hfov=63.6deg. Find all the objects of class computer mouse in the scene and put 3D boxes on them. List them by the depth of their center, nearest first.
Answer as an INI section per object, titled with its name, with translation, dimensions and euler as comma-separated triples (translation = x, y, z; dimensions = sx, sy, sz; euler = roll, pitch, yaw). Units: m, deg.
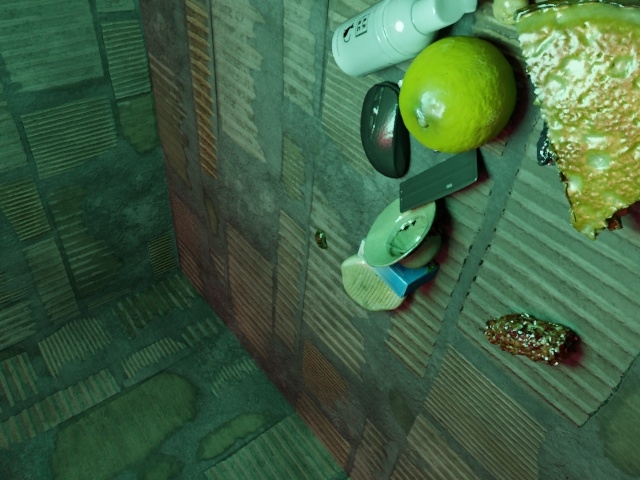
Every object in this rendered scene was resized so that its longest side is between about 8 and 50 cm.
[computer mouse]
translation = 0.167, -0.287, 1.392
dimensions = 0.137, 0.086, 0.270
euler = 23, 130, 47

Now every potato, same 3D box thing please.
[potato]
translation = 0.364, -0.460, 0.991
dimensions = 0.068, 0.062, 0.084
euler = -7, 85, 43

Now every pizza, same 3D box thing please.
[pizza]
translation = 0.505, -0.197, 0.880
dimensions = 0.439, 0.130, 0.407
euler = 29, 131, 30

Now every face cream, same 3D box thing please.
[face cream]
translation = 0.175, -0.473, 1.144
dimensions = 0.369, 0.145, 0.146
euler = 7, 118, 62

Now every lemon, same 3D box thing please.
[lemon]
translation = 0.274, -0.297, 1.088
dimensions = 0.240, 0.219, 0.241
euler = 34, 141, 34

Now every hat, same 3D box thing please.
[hat]
translation = 0.250, -0.001, 1.408
dimensions = 0.130, 0.257, 0.257
euler = 38, 159, -24

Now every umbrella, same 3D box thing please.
[umbrella]
translation = 0.458, -0.251, 0.992
dimensions = 0.080, 0.071, 0.224
euler = 1, 111, 26

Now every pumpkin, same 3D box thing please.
[pumpkin]
translation = -0.001, 0.000, 1.923
dimensions = 0.050, 0.028, 0.083
euler = 7, 123, 53

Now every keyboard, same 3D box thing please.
[keyboard]
translation = 0.315, -0.163, 1.259
dimensions = 0.381, 0.041, 0.104
euler = 150, 127, -60

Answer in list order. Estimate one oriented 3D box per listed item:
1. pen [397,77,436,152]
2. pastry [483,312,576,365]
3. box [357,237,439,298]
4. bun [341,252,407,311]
[pen]
translation = 0.249, -0.315, 1.301
dimensions = 0.025, 0.025, 0.204
euler = -27, 89, 60
[pastry]
translation = 0.504, 0.233, 1.249
dimensions = 0.208, 0.097, 0.115
euler = 8, 123, 52
[box]
translation = 0.225, 0.057, 1.505
dimensions = 0.194, 0.139, 0.073
euler = 46, 145, 27
[bun]
translation = 0.178, 0.125, 1.654
dimensions = 0.237, 0.116, 0.210
euler = 29, 134, 23
